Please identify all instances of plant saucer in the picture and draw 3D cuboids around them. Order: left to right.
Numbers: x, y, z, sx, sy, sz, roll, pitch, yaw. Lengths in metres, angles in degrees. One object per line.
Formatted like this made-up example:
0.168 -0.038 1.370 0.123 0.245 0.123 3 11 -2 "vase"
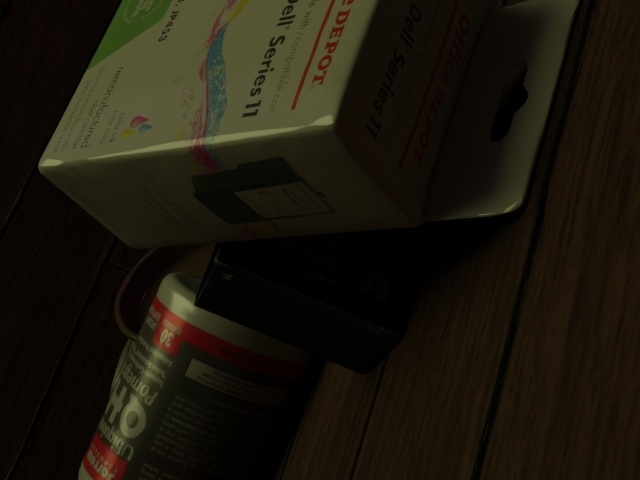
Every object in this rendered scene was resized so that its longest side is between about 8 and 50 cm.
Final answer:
-0.149 0.058 1.746 0.278 0.277 0.041 -75 -32 -49 "plant saucer"

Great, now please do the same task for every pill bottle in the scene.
-0.141 0.208 1.305 0.176 0.176 0.319 -122 56 -81 "pill bottle"

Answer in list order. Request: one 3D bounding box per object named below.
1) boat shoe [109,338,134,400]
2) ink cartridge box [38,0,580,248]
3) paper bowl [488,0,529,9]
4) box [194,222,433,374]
-0.175 0.149 1.791 0.355 0.130 0.132 -64 -34 -31 "boat shoe"
-0.012 -0.115 0.912 0.353 0.119 0.207 -5 53 37 "ink cartridge box"
0.121 -0.284 1.104 0.284 0.148 0.284 -156 90 -81 "paper bowl"
0.000 0.000 1.033 0.093 0.156 0.158 125 166 -59 "box"
